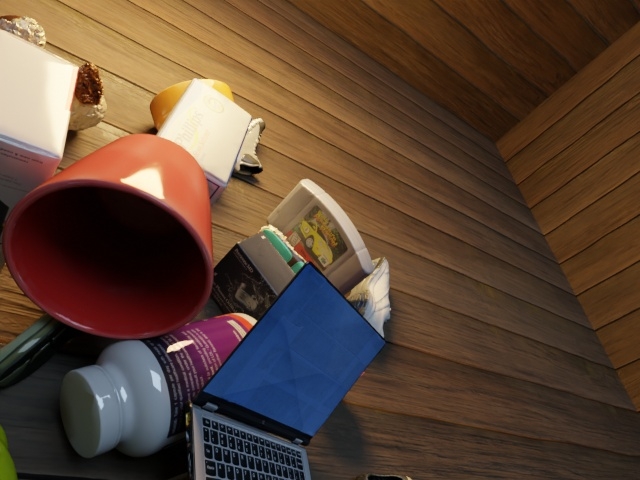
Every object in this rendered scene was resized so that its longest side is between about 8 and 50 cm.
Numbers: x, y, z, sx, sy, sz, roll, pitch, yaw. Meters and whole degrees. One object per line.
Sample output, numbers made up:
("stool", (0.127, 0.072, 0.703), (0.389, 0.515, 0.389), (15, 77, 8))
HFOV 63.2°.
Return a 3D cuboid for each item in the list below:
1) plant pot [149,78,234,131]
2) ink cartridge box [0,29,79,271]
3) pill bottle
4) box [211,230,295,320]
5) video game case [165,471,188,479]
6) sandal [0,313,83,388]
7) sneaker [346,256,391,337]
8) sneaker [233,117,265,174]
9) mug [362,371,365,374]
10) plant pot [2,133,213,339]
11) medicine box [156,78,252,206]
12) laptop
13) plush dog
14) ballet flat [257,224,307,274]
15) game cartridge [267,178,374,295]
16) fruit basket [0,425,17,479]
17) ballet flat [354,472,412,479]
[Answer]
("plant pot", (-0.296, -0.263, 1.290), (0.205, 0.205, 0.187), (-9, 78, -51))
("ink cartridge box", (-0.502, -0.127, 0.807), (0.131, 0.306, 0.226), (18, 44, -35))
("pill bottle", (-0.234, 0.231, 0.849), (0.323, 0.181, 0.181), (-5, 60, -50))
("box", (-0.144, 0.094, 1.106), (0.156, 0.158, 0.093), (52, 34, 8))
("video game case", (-0.159, 0.466, 0.834), (0.227, 0.026, 0.206), (-1, 56, -47))
("sandal", (-0.417, 0.108, 0.840), (0.086, 0.120, 0.303), (34, 34, 5))
("sneaker", (0.139, 0.156, 1.425), (0.129, 0.111, 0.297), (53, 35, -20))
("sneaker", (-0.200, -0.253, 1.477), (0.132, 0.086, 0.228), (49, 44, -6))
("mug", (0.004, 0.251, 1.131), (0.113, 0.150, 0.169), (-34, 75, -16))
("plant pot", (-0.286, -0.027, 0.797), (0.275, 0.275, 0.243), (32, 26, -21))
("medicine box", (-0.292, -0.132, 1.055), (0.149, 0.289, 0.263), (32, 37, -21))
("laptop", (-0.007, 0.321, 0.831), (0.382, 0.236, 0.407), (49, 22, -51))
("plush dog", (-0.546, -0.290, 1.039), (0.226, 0.262, 0.210), (11, 81, -29))
("ballet flat", (-0.070, 0.063, 1.293), (0.241, 0.091, 0.077), (57, 10, 8))
("game cartridge", (0.000, 0.000, 1.325), (0.294, 0.196, 0.060), (54, 34, 11))
("fruit basket", (-0.406, 0.321, 0.513), (0.392, 0.283, 0.392), (18, 53, -26))
("ballet flat", (0.140, 0.515, 1.085), (0.173, 0.049, 0.057), (18, 44, -36))
